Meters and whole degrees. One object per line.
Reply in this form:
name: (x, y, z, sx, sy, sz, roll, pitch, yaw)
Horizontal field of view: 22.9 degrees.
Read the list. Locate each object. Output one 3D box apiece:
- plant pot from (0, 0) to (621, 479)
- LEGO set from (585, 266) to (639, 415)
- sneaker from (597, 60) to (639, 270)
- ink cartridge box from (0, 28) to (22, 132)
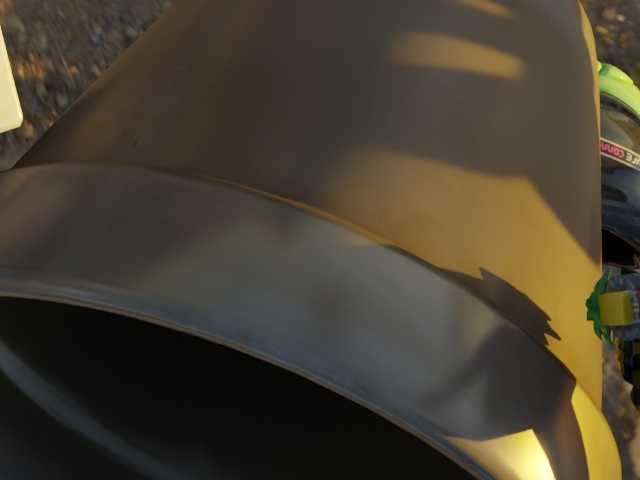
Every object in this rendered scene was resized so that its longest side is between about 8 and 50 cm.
plant pot: (0.000, 0.000, 0.734, 0.323, 0.323, 0.280, 35, 58, -23)
LEGO set: (0.136, 0.134, 0.476, 0.192, 0.331, 0.255, -6, 111, -22)
sneaker: (0.034, 0.038, 1.115, 0.482, 0.185, 0.202, -26, 72, 0)
ink cartridge box: (-0.306, -0.116, 0.880, 0.237, 0.100, 0.172, -22, 106, -39)
